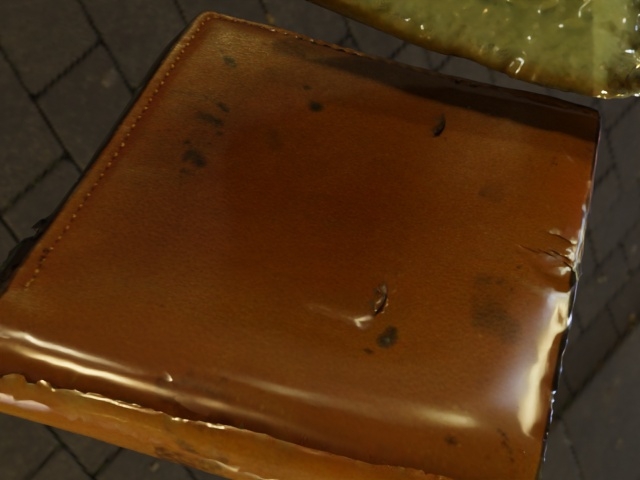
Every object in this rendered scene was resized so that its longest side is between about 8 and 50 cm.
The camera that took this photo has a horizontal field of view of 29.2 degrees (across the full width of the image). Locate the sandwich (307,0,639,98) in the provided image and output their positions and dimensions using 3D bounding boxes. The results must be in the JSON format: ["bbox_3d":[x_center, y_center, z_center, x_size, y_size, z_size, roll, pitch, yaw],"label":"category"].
[{"bbox_3d":[0.105,-0.113,0.423,0.258,0.096,0.094,-15,128,-33],"label":"sandwich"}]

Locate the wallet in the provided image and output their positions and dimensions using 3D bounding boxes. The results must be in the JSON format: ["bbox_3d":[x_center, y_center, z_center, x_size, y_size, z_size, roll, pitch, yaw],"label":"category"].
[{"bbox_3d":[0.000,0.003,0.384,0.195,0.161,0.042,-70,173,-49],"label":"wallet"}]
